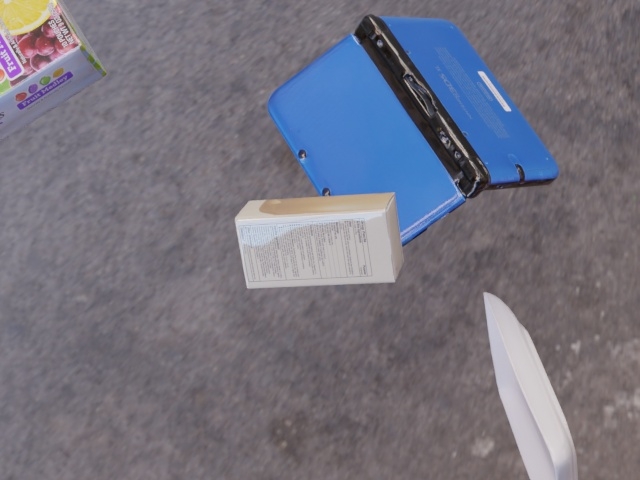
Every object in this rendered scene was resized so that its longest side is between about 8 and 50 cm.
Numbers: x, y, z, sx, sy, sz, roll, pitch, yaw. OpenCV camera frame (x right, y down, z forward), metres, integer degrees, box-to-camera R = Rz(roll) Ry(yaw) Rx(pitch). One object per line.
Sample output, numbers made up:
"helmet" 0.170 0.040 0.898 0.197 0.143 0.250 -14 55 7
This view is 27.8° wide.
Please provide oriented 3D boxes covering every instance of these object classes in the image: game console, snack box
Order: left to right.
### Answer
"snack box" -0.187 -0.084 0.611 0.141 0.037 0.100 -32 69 -1
"game console" 0.120 -0.136 1.691 0.173 0.250 0.293 -51 58 38

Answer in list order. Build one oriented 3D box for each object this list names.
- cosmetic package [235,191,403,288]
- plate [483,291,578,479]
"cosmetic package" 0.000 0.000 0.953 0.115 0.041 0.060 -2 111 14
"plate" 0.289 0.241 1.735 0.045 0.278 0.277 -18 141 0
